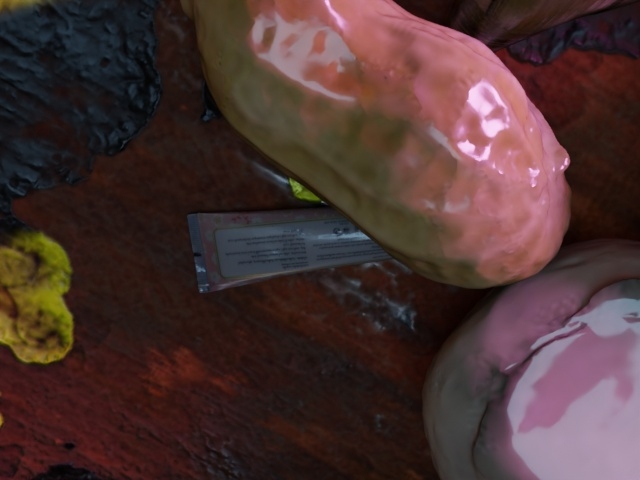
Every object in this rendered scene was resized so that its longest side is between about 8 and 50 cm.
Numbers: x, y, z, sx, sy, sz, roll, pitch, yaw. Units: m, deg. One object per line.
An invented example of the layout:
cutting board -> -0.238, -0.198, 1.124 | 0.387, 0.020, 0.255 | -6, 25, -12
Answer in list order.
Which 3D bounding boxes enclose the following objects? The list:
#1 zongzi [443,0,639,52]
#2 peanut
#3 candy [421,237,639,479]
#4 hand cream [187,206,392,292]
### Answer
zongzi -> 0.240, -0.210, 0.954 | 0.286, 0.138, 0.300 | 10, 131, -20
peanut -> 0.036, -0.093, 0.940 | 0.340, 0.174, 0.158 | 32, 82, 2
candy -> 0.225, 0.131, 1.013 | 0.295, 0.185, 0.295 | 0, 102, -1
hand cream -> 0.000, 0.000, 1.045 | 0.210, 0.043, 0.067 | -6, 106, 6
